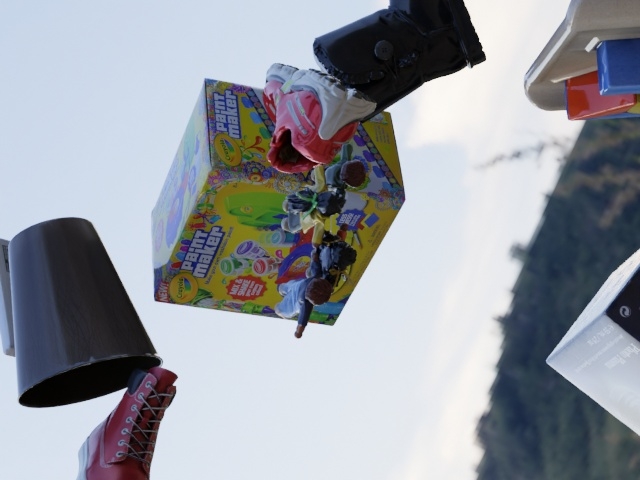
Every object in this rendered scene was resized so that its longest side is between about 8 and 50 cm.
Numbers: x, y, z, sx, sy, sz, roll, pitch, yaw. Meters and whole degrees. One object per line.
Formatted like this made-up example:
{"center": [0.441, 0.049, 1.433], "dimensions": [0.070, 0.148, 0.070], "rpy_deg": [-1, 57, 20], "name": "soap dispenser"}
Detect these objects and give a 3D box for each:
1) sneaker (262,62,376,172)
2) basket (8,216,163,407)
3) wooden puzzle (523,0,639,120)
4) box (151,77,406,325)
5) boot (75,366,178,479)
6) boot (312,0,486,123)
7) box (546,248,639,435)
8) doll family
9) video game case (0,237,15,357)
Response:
{"center": [-0.028, -0.137, 1.792], "dimensions": [0.118, 0.107, 0.279], "rpy_deg": [-61, 12, -2], "name": "sneaker"}
{"center": [-0.349, 0.095, 2.123], "dimensions": [0.204, 0.227, 0.154], "rpy_deg": [-16, -21, -9], "name": "basket"}
{"center": [0.379, -0.173, 1.487], "dimensions": [0.348, 0.322, 0.080], "rpy_deg": [88, 179, -81], "name": "wooden puzzle"}
{"center": [-0.069, -0.048, 2.151], "dimensions": [0.290, 0.279, 0.177], "rpy_deg": [117, 155, -44], "name": "box"}
{"center": [-0.237, 0.258, 1.961], "dimensions": [0.176, 0.088, 0.244], "rpy_deg": [-55, 21, 10], "name": "boot"}
{"center": [0.080, -0.299, 2.005], "dimensions": [0.207, 0.246, 0.094], "rpy_deg": [-24, 6, -1], "name": "boot"}
{"center": [0.492, 0.158, 1.998], "dimensions": [0.182, 0.294, 0.296], "rpy_deg": [-50, -6, -17], "name": "box"}
{"center": [0.000, 0.000, 1.485], "dimensions": [0.111, 0.076, 0.193], "rpy_deg": [166, 105, -66], "name": "doll family"}
{"center": [-0.401, 0.104, 2.322], "dimensions": [0.206, 0.227, 0.026], "rpy_deg": [17, -53, -35], "name": "video game case"}
